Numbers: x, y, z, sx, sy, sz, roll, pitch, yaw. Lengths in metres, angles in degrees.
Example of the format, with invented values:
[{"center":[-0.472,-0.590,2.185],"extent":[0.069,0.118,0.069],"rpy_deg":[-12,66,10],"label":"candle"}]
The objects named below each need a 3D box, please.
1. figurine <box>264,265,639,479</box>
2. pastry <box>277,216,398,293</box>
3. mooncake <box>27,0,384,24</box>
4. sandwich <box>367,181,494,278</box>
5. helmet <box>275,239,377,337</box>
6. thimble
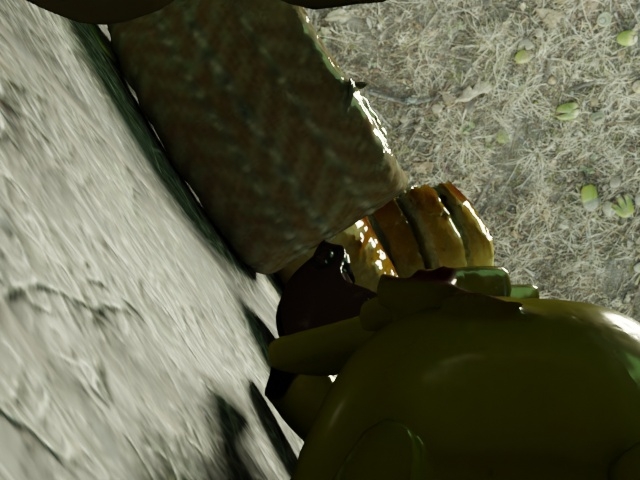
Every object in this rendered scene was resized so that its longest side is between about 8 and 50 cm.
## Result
[{"center":[0.066,0.101,0.640],"extent":[0.327,0.218,0.169],"rpy_deg":[77,23,-76],"label":"figurine"},{"center":[0.000,0.000,1.300],"extent":[0.192,0.093,0.182],"rpy_deg":[56,1,-32],"label":"pastry"},{"center":[-0.028,-0.323,0.594],"extent":[0.262,0.467,0.467],"rpy_deg":[45,11,-49],"label":"mooncake"},{"center":[0.066,0.006,1.485],"extent":[0.254,0.100,0.288],"rpy_deg":[92,-25,-45],"label":"sandwich"},{"center":[0.008,0.060,0.958],"extent":[0.123,0.070,0.098],"rpy_deg":[49,-12,55],"label":"helmet"},{"center":[-0.044,-0.101,1.095],"extent":[0.229,0.148,0.196],"rpy_deg":[61,3,30],"label":"thimble"}]
